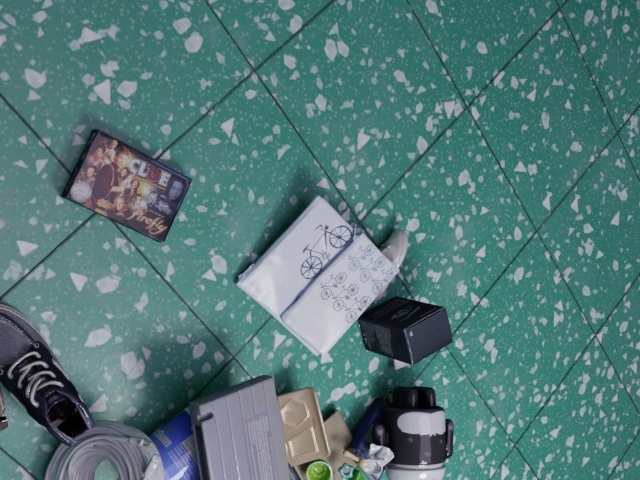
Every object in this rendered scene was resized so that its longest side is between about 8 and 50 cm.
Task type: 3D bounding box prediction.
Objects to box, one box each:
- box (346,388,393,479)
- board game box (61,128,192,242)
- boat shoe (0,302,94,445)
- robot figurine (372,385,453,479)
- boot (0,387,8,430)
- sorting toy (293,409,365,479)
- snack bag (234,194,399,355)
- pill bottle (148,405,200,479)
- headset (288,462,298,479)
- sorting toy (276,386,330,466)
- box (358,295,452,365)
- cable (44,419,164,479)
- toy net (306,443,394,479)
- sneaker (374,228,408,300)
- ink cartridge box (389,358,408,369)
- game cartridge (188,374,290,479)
[{"bbox_3d":[0.167,0.543,2.172,0.136,0.037,0.225,55,53,-26],"label":"box"},{"bbox_3d":[-0.423,-0.117,1.716,0.243,0.042,0.165,28,80,-33],"label":"board game box"},{"bbox_3d":[-0.584,0.273,1.590,0.127,0.158,0.340,-42,117,-22],"label":"boat shoe"},{"bbox_3d":[0.256,0.541,2.119,0.173,0.209,0.277,29,60,-76],"label":"robot figurine"},{"bbox_3d":[-0.697,0.357,1.597,0.087,0.042,0.118,-13,102,-29],"label":"boot"},{"bbox_3d":[0.008,0.576,2.088,0.196,0.047,0.347,-37,114,-28],"label":"sorting toy"},{"bbox_3d":[0.000,0.091,1.984,0.323,0.037,0.342,-47,119,-4],"label":"snack bag"},{"bbox_3d":[-0.310,0.480,1.801,0.272,0.152,0.152,-36,114,-25],"label":"pill bottle"},{"bbox_3d":[-0.235,0.668,1.869,0.394,0.185,0.243,-32,103,-31],"label":"headset"},{"bbox_3d":[-0.095,0.483,1.967,0.209,0.038,0.192,-14,100,-4],"label":"sorting toy"},{"bbox_3d":[0.226,0.239,2.089,0.153,0.207,0.108,-23,108,-29],"label":"box"},{"bbox_3d":[-0.462,0.515,1.658,0.089,0.257,0.256,27,81,-68],"label":"cable"},{"bbox_3d":[0.083,0.605,2.022,0.232,0.045,0.122,-14,97,0],"label":"toy net"},{"bbox_3d":[0.162,0.054,2.109,0.094,0.080,0.212,29,81,-21],"label":"sneaker"},{"bbox_3d":[0.248,0.324,2.222,0.115,0.029,0.062,-12,102,-33],"label":"ink cartridge box"},{"bbox_3d":[-0.176,0.507,1.772,0.230,0.068,0.354,-13,98,-48],"label":"game cartridge"}]
